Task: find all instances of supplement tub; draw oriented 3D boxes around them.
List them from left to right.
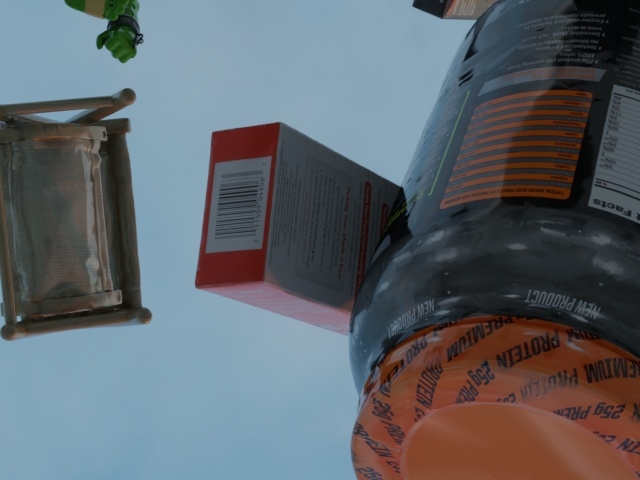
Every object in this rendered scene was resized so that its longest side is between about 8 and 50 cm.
[{"bbox_3d":[0.139,0.010,0.700,0.207,0.207,0.338,34,-136,-9],"label":"supplement tub"}]

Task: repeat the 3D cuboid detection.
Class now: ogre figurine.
[{"bbox_3d":[-0.243,-0.277,1.258,0.197,0.118,0.097,34,-71,-8],"label":"ogre figurine"}]

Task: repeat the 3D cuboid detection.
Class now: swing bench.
[{"bbox_3d":[-0.282,-0.023,1.406,0.165,0.255,0.253,-6,-92,-10],"label":"swing bench"}]

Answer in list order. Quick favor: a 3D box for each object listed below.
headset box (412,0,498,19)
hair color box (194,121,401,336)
[{"bbox_3d":[0.109,-0.203,0.960,0.032,0.062,0.083,30,-156,31],"label":"headset box"},{"bbox_3d":[0.000,0.000,0.742,0.167,0.053,0.093,23,-112,-52],"label":"hair color box"}]
